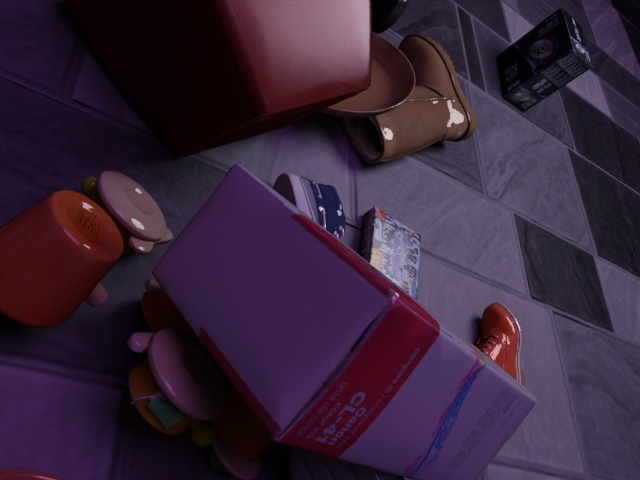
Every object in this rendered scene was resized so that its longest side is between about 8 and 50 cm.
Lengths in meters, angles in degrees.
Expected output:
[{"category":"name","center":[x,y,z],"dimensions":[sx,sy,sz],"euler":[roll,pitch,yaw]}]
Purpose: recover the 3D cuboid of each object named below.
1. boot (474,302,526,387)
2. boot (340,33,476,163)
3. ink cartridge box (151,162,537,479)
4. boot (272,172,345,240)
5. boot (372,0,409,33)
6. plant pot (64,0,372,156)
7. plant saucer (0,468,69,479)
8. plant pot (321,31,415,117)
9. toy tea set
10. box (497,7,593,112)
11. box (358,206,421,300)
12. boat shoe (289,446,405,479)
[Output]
[{"category":"boot","center":[0.253,0.158,0.900],"dimensions":[0.085,0.059,0.157],"euler":[19,54,-26]},{"category":"boot","center":[0.132,-0.252,1.030],"dimensions":[0.270,0.089,0.236],"euler":[-17,70,-42]},{"category":"ink cartridge box","center":[0.032,0.091,0.554],"dimensions":[0.226,0.131,0.306],"euler":[38,-1,44]},{"category":"boot","center":[0.000,0.000,0.764],"dimensions":[0.086,0.069,0.189],"euler":[9,57,-34]},{"category":"boot","center":[-0.008,-0.518,1.036],"dimensions":[0.260,0.131,0.347],"euler":[11,47,-45]},{"category":"plant pot","center":[-0.093,-0.245,0.703],"dimensions":[0.267,0.267,0.235],"euler":[-27,100,-40]},{"category":"plant saucer","center":[-0.207,0.248,0.405],"dimensions":[0.200,0.037,0.200],"euler":[33,21,-14]},{"category":"plant pot","center":[0.025,-0.258,0.921],"dimensions":[0.237,0.032,0.236],"euler":[7,49,-8]},{"category":"toy tea set","center":[-0.168,0.091,0.558],"dimensions":[0.336,0.124,0.200],"euler":[53,13,3]},{"category":"box","center":[0.502,-0.406,1.381],"dimensions":[0.078,0.180,0.147],"euler":[26,51,-29]},{"category":"box","center":[0.098,0.029,0.864],"dimensions":[0.094,0.027,0.136],"euler":[29,49,-23]},{"category":"boat shoe","center":[0.080,0.314,0.623],"dimensions":[0.119,0.121,0.335],"euler":[-32,97,-57]}]
